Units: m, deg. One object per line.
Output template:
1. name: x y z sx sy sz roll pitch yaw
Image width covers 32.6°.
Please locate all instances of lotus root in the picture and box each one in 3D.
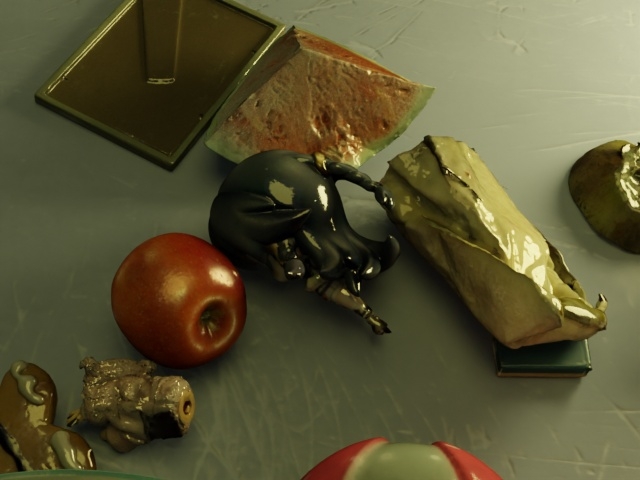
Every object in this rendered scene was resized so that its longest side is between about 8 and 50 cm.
1. lotus root: 0.454 -0.078 1.526 0.183 0.078 0.204 -18 59 -18

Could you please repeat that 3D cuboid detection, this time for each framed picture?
1. framed picture: -0.230 -0.263 1.615 0.240 0.020 0.324 26 57 11

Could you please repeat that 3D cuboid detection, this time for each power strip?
1. power strip: 0.281 0.143 1.387 0.123 0.032 0.056 2 57 -5

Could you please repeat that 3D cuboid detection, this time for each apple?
1. apple: -0.166 0.074 1.312 0.163 0.163 0.139 -32 45 -23

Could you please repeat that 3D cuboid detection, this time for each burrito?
1. burrito: 0.215 0.017 1.396 0.135 0.190 0.332 -46 58 17

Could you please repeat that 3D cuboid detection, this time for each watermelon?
1. watermelon: -0.001 -0.194 1.510 0.260 0.176 0.256 23 62 -16

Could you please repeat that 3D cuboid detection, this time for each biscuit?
1. biscuit: -0.396 0.277 1.194 0.301 0.049 0.197 -35 65 -12

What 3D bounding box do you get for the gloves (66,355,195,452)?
1. gloves: -0.215 0.185 1.266 0.144 0.110 0.094 15 53 4

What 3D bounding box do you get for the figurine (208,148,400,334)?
1. figurine: -0.010 -0.006 1.381 0.265 0.175 0.197 21 65 0

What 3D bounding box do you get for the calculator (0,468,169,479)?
1. calculator: -0.228 0.359 1.088 0.386 0.054 0.256 5 66 11

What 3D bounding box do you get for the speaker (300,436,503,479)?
1. speaker: 0.079 0.349 1.147 0.294 0.294 0.294 3 56 -4
